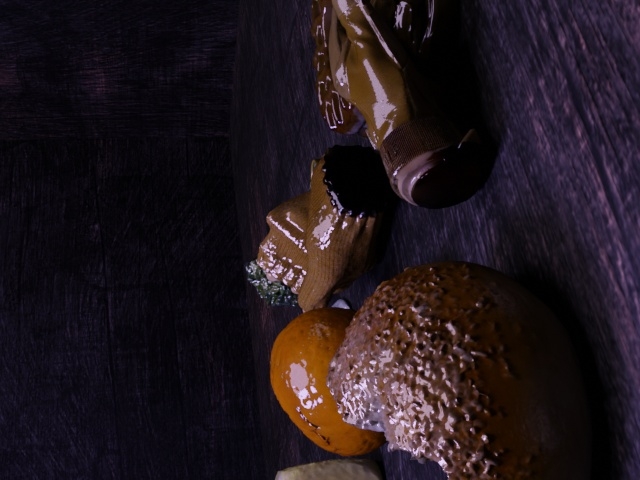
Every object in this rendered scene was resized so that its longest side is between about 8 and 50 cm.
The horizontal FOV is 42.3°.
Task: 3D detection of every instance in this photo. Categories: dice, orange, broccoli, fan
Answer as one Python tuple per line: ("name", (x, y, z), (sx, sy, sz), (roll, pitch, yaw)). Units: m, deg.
("dice", (0.017, 0.465, 1.392), (0.166, 0.169, 0.169), (112, 153, -65))
("orange", (0.030, 0.200, 1.200), (0.219, 0.193, 0.219), (38, 163, 14))
("broccoli", (-0.020, 0.012, 1.684), (0.275, 0.177, 0.198), (-56, -10, 23))
("fan", (0.000, -0.117, 1.686), (0.155, 0.039, 0.082), (137, 129, -77))

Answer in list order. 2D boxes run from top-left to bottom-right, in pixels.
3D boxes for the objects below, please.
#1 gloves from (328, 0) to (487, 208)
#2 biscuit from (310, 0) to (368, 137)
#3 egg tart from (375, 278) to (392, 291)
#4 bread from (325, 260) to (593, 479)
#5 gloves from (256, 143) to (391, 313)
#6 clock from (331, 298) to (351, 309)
("gloves", (0.091, -0.195, 0.953), (0.141, 0.154, 0.331), (113, 146, -61))
("biscuit", (0.057, -0.311, 1.209), (0.332, 0.103, 0.332), (178, 90, -80))
("egg tart", (0.120, 0.146, 1.021), (0.212, 0.090, 0.212), (177, 90, -80))
("bread", (0.130, 0.125, 0.753), (0.192, 0.171, 0.314), (-67, 33, 26))
("gloves", (0.016, -0.004, 1.338), (0.356, 0.155, 0.203), (-53, 46, 49))
("clock", (0.029, 0.231, 1.587), (0.236, 0.053, 0.236), (176, 90, -78))
